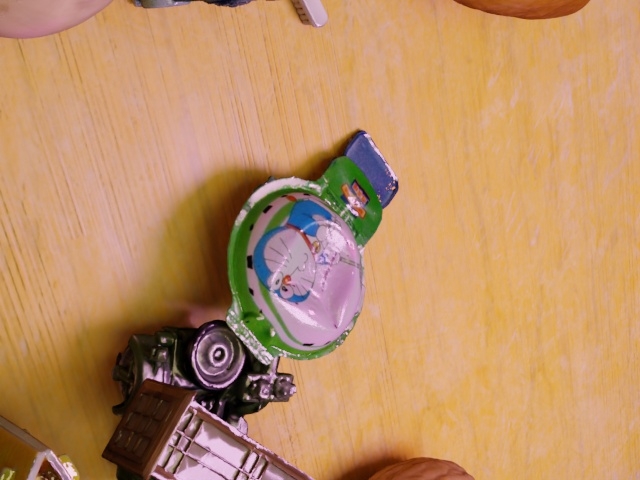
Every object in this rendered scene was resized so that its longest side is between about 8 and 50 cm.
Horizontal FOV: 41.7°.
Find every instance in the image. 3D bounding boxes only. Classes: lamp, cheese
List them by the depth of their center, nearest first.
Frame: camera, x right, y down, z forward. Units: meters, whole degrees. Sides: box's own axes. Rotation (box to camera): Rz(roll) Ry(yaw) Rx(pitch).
[{"bbox_3d":[-0.059,0.254,0.842,0.325,0.089,0.090,43,65,-33],"label":"lamp"},{"bbox_3d":[0.000,0.000,0.948,0.204,0.083,0.320,53,53,-23],"label":"cheese"}]

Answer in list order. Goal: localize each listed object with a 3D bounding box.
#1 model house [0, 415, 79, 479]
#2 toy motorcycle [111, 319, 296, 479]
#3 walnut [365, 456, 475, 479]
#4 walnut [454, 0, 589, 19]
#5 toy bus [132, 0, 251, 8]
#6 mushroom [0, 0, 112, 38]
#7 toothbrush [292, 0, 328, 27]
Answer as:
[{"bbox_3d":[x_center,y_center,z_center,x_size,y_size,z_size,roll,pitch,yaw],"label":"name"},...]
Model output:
[{"bbox_3d":[-0.303,0.337,0.721,0.340,0.300,0.323,-6,97,-39],"label":"model house"},{"bbox_3d":[-0.131,0.214,0.908,0.205,0.127,0.275,8,94,-40],"label":"toy motorcycle"},{"bbox_3d":[0.127,0.401,1.094,0.261,0.225,0.225,-24,115,-35],"label":"walnut"},{"bbox_3d":[0.251,-0.360,0.996,0.336,0.209,0.209,0,102,-49],"label":"walnut"},{"bbox_3d":[-0.069,-0.275,0.744,0.147,0.256,0.128,-20,113,-34],"label":"toy bus"},{"bbox_3d":[-0.215,-0.297,0.559,0.353,0.353,0.325,-47,145,-17],"label":"mushroom"},{"bbox_3d":[-0.075,-0.368,0.854,0.025,0.030,0.342,-42,123,-20],"label":"toothbrush"}]
